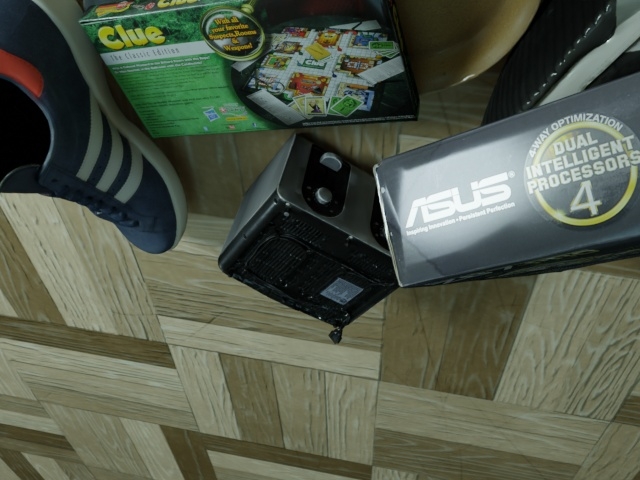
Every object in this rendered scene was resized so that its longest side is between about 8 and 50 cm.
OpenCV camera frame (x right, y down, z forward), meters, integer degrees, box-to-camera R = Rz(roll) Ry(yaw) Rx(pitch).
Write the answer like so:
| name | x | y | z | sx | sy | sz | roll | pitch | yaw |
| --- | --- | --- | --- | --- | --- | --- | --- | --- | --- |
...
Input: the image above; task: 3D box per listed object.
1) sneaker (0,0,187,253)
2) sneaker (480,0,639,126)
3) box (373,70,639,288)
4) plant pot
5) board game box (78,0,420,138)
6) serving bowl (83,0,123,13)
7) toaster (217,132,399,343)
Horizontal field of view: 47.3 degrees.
| name | x | y | z | sx | sy | sz | roll | pitch | yaw |
| --- | --- | --- | --- | --- | --- | --- | --- | --- | --- |
| sneaker | -0.248 | -0.073 | 0.697 | 0.131 | 0.148 | 0.350 | 11 | 146 | 27 |
| sneaker | 0.239 | -0.142 | 0.487 | 0.146 | 0.122 | 0.330 | 27 | 142 | -13 |
| box | 0.283 | -0.052 | 0.474 | 0.395 | 0.097 | 0.318 | -16 | 173 | 36 |
| plant pot | 0.047 | -0.208 | 0.543 | 0.236 | 0.032 | 0.236 | 9 | 143 | 7 |
| board game box | -0.057 | -0.148 | 0.606 | 0.260 | 0.030 | 0.136 | 0 | 144 | 21 |
| serving bowl | -0.159 | -0.198 | 0.628 | 0.083 | 0.027 | 0.083 | 10 | 143 | 8 |
| toaster | 0.000 | 0.000 | 0.759 | 0.168 | 0.110 | 0.186 | 28 | 141 | -15 |
